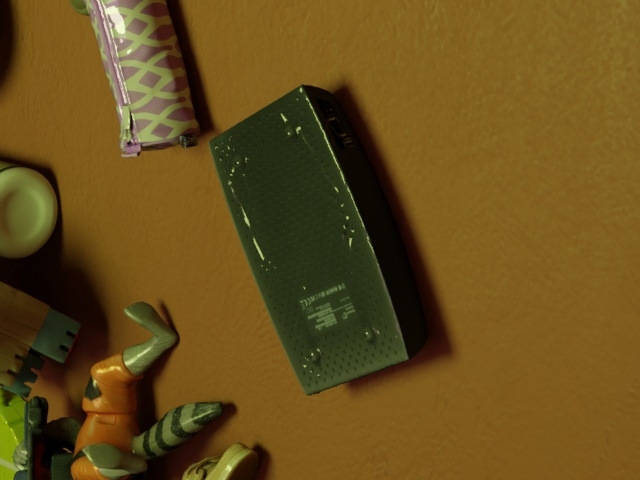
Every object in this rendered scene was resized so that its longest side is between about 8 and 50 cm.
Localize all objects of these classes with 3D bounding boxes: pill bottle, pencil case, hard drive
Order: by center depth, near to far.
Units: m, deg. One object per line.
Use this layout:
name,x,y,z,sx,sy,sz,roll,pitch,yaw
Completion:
hard drive,0.000,0.000,1.502,0.172,0.054,0.255,-26,84,50
pencil case,-0.181,-0.180,1.615,0.086,0.088,0.206,-13,93,48
pill bottle,-0.386,-0.044,1.887,0.184,0.103,0.103,15,115,45

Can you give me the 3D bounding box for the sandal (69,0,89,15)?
sandal,-0.264,-0.312,1.689,0.072,0.049,0.180,-14,94,50

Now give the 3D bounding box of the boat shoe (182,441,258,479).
boat shoe,-0.117,0.254,1.725,0.059,0.063,0.170,47,136,18

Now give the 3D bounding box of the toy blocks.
toy blocks,-0.410,0.082,1.858,0.381,0.261,0.191,14,77,45

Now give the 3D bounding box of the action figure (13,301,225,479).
action figure,-0.228,0.279,1.770,0.330,0.178,0.341,117,154,-48

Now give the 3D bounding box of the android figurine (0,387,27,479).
android figurine,-0.396,0.289,2.066,0.248,0.056,0.273,17,118,45
